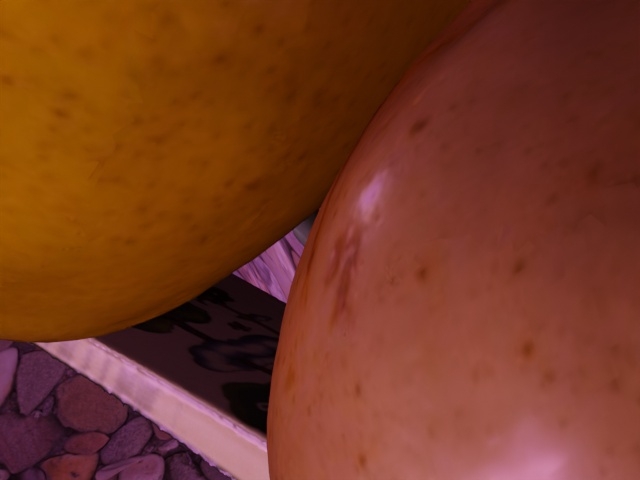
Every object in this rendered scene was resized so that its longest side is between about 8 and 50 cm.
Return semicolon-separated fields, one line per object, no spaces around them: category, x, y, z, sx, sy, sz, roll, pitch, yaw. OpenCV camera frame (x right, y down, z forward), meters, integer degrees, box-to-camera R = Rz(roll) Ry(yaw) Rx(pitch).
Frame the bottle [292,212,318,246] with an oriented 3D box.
bottle;0.000;0.000;1.688;0.083;0.030;0.030;47;164;53

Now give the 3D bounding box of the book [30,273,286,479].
book;-0.028;0.099;1.323;0.371;0.043;0.260;28;-162;32

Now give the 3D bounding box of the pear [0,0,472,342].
pear;-0.098;-0.156;0.714;0.362;0.362;0.418;51;131;37

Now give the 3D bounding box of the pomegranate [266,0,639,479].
pomegranate;0.146;0.059;0.458;0.319;0.319;0.319;56;170;16
